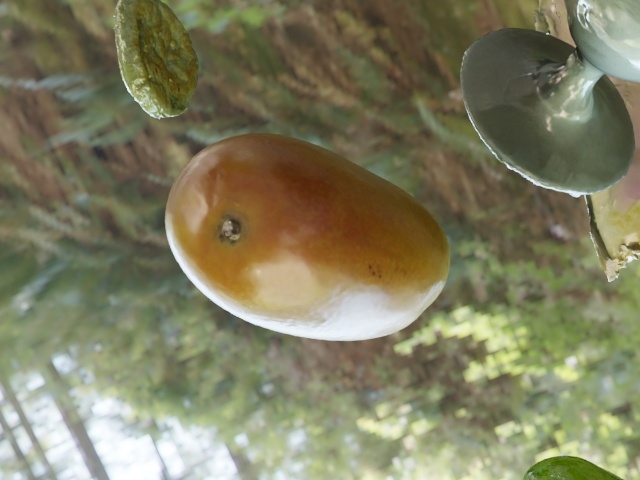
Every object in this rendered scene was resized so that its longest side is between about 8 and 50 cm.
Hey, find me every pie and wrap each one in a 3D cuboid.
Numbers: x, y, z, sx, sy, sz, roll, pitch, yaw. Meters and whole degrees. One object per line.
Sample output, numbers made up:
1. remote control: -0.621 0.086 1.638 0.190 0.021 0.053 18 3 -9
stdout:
1. pie: -0.102 -0.113 0.983 0.021 0.084 0.084 -15 -161 26

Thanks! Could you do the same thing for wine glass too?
1. wine glass: 0.139 -0.108 0.616 0.093 0.093 0.202 -38 172 -39

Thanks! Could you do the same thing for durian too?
1. durian: 0.337 -0.127 1.484 0.196 0.305 0.185 -22 151 31

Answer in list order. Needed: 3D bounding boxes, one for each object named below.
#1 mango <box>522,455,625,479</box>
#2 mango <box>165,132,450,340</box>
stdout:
1. mango: 0.108 0.121 0.566 0.056 0.108 0.073 -38 -170 9
2. mango: 0.001 0.002 1.058 0.120 0.221 0.151 -63 -146 15
